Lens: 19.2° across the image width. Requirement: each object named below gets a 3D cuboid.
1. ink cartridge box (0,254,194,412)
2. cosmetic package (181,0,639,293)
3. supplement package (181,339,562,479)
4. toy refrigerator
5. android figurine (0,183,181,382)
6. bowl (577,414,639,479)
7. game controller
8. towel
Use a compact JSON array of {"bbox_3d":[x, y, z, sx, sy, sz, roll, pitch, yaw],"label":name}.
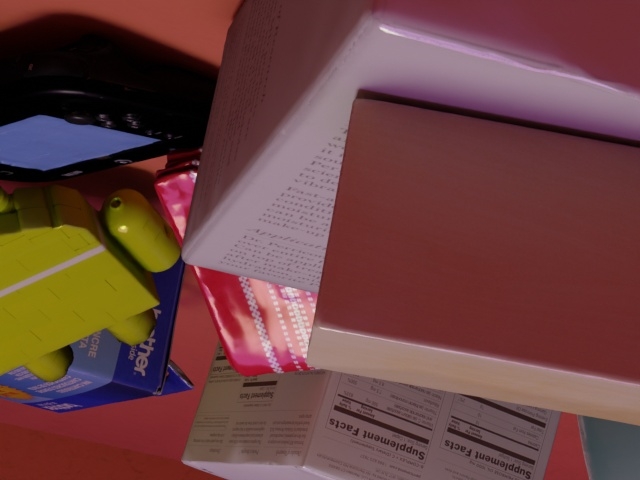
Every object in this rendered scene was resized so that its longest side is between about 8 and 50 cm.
[{"bbox_3d":[-0.310,0.061,1.824,0.395,0.151,0.270,16,165,-25],"label":"ink cartridge box"},{"bbox_3d":[0.085,-0.082,0.966,0.230,0.161,0.453,13,165,-11],"label":"cosmetic package"},{"bbox_3d":[0.040,0.148,1.545,0.204,0.145,0.262,23,167,-21],"label":"supplement package"},{"bbox_3d":[0.135,0.023,0.811,0.269,0.102,0.094,10,165,0],"label":"toy refrigerator"},{"bbox_3d":[-0.244,0.033,1.568,0.248,0.056,0.273,-25,148,9],"label":"android figurine"},{"bbox_3d":[0.308,0.113,1.331,0.163,0.311,0.311,-12,156,26],"label":"bowl"},{"bbox_3d":[-0.198,-0.082,1.358,0.166,0.067,0.319,21,163,-34],"label":"game controller"},{"bbox_3d":[0.036,0.009,1.317,0.275,0.031,0.199,-6,124,21],"label":"towel"}]
